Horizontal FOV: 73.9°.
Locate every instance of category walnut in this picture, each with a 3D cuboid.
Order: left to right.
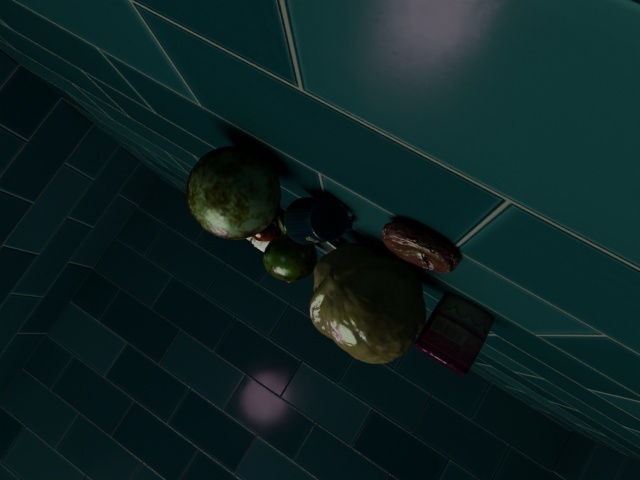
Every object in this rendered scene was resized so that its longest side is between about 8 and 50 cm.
[{"bbox_3d":[0.141,0.190,1.301,0.381,0.381,0.381,32,172,5],"label":"walnut"}]

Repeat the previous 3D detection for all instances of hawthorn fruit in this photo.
[{"bbox_3d":[-0.233,-0.074,1.709,0.194,0.157,0.157,14,161,49],"label":"hawthorn fruit"}]

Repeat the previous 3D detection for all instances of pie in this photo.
[{"bbox_3d":[0.216,0.015,0.931,0.182,0.050,0.182,27,170,5],"label":"pie"}]

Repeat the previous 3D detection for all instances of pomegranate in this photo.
[{"bbox_3d":[-0.112,0.037,1.610,0.210,0.263,0.211,0,-164,0],"label":"pomegranate"}]

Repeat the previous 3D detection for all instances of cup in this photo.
[{"bbox_3d":[0.010,-0.051,1.122,0.176,0.131,0.155,4,180,-23],"label":"cup"}]

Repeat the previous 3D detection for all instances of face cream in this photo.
[{"bbox_3d":[0.407,0.284,1.295,0.175,0.195,0.175,33,173,5],"label":"face cream"}]

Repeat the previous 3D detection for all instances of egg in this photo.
[{"bbox_3d":[-0.222,-0.124,1.108,0.238,0.238,0.289,34,-175,-9],"label":"egg"}]

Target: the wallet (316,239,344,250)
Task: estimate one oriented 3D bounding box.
[{"bbox_3d":[0.000,0.000,1.658,0.190,0.046,0.379,35,173,2],"label":"wallet"}]

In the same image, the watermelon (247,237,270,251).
[{"bbox_3d":[-0.231,-0.029,1.879,0.305,0.180,0.224,35,174,1],"label":"watermelon"}]
